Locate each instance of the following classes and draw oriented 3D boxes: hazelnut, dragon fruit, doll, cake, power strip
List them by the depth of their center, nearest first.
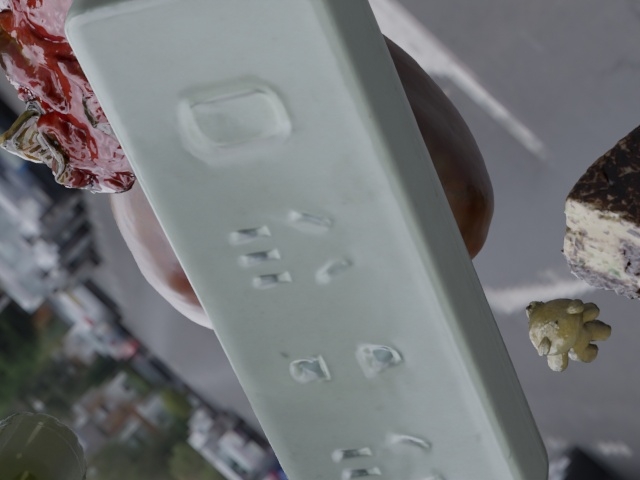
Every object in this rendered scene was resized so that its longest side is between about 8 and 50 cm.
[{"bbox_3d":[0.000,0.000,0.732,0.058,0.098,0.338,-73,-34,-50],"label":"power strip"},{"bbox_3d":[-0.196,-0.145,1.461,0.152,0.205,0.317,11,176,-17],"label":"dragon fruit"},{"bbox_3d":[0.197,0.075,1.498,0.093,0.061,0.051,28,-174,-36],"label":"doll"},{"bbox_3d":[0.316,0.024,1.676,0.246,0.135,0.112,52,166,30],"label":"cake"},{"bbox_3d":[-0.027,-0.062,1.738,0.366,0.366,0.366,41,172,7],"label":"hazelnut"}]

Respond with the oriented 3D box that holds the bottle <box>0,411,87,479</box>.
[{"bbox_3d":[-0.285,0.242,1.754,0.112,0.112,0.260,43,-169,-6],"label":"bottle"}]
